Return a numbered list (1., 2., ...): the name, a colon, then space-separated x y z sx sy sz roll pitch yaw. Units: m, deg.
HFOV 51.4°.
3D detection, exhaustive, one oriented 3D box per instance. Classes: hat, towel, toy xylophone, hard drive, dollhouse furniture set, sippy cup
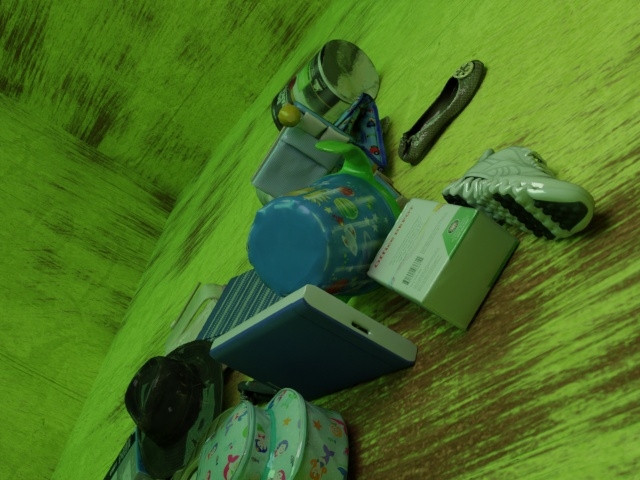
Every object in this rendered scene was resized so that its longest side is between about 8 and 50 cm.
1. hat: -0.361 0.362 1.518 0.331 0.134 0.332 -24 48 30
2. towel: -0.346 0.325 1.756 0.332 0.053 0.317 -50 23 -5
3. toy xylophone: -0.393 0.256 2.075 0.323 0.081 0.236 -53 20 15
4. hard drive: -0.024 0.182 1.094 0.318 0.210 0.040 -34 31 50
5. towel: -0.155 0.144 1.627 0.336 0.040 0.243 -21 32 40
6. dollhouse furniture set: -0.013 -0.079 1.321 0.286 0.303 0.198 -54 19 11
7. sippy cup: 0.000 0.000 1.150 0.240 0.306 0.224 -23 -6 31

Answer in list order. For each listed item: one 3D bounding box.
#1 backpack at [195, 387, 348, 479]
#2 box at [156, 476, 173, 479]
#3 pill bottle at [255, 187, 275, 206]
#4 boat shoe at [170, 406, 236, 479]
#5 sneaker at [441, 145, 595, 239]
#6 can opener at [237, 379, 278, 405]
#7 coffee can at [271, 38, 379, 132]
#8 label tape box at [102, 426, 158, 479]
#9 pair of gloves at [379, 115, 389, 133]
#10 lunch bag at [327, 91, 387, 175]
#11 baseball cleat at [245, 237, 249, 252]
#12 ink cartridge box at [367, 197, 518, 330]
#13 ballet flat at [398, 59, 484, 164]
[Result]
1. backpack: -0.075 0.355 1.021 0.253 0.191 0.225 -44 23 23
2. box: -0.330 0.546 1.522 0.100 0.060 0.244 -49 21 25
3. pill bottle: -0.113 -0.143 1.917 0.131 0.131 0.229 -59 19 -3
4. boat shoe: -0.218 0.460 1.314 0.302 0.103 0.113 -54 7 16
5. sneaker: 0.278 -0.079 0.927 0.118 0.110 0.292 -51 19 -5
6. can opener: -0.120 0.307 1.370 0.186 0.059 0.073 -16 45 63
7. coffee can: 0.010 -0.418 1.925 0.275 0.201 0.202 -33 32 50
8. label tape box: -0.504 0.682 1.667 0.348 0.115 0.249 -57 19 -1
9. pair of gloves: 0.078 -0.192 1.655 0.204 0.042 0.240 -15 53 55
10. lunch bag: 0.046 -0.214 1.582 0.221 0.138 0.293 -45 20 32
11. baseball cleat: -0.184 0.019 1.973 0.206 0.072 0.110 -85 18 -60
12. ink cartridge box: 0.177 0.027 1.017 0.154 0.093 0.212 -59 21 -2
13. ballet flat: 0.239 -0.266 1.354 0.250 0.058 0.084 -53 21 15
